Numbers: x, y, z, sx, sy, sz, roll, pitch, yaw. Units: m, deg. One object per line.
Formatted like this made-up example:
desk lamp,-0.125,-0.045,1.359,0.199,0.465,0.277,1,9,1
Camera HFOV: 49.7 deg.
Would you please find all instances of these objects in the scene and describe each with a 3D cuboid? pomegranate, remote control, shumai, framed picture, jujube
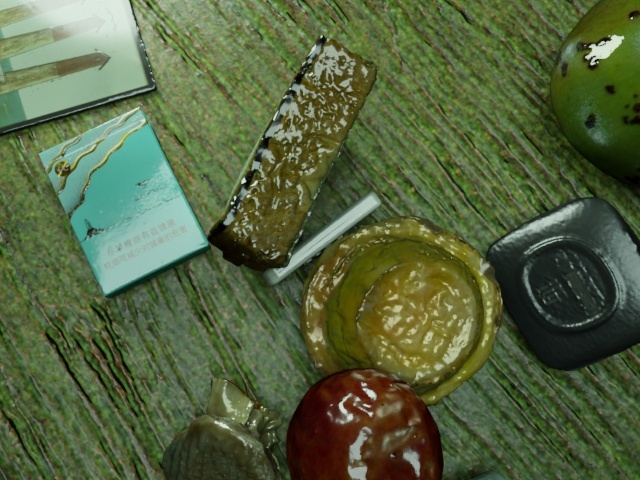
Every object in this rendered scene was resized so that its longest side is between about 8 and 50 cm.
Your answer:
pomegranate,0.462,-0.196,0.897,0.291,0.323,0.291,-2,104,-7
remote control,0.000,0.000,0.963,0.190,0.087,0.029,-37,89,-8
shumai,-0.111,0.273,0.893,0.161,0.209,0.153,24,37,7
framed picture,-0.434,-0.291,1.036,0.324,0.013,0.244,-18,82,-4
jujube,0.038,0.253,0.831,0.190,0.255,0.190,9,68,-23

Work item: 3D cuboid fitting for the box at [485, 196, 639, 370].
box,0.345,0.057,0.935,0.201,0.042,0.212,-34,72,25

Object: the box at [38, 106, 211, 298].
box,-0.278,-0.056,0.986,0.162,0.041,0.229,-27,83,-6

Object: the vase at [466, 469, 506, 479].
vase,0.106,0.389,0.880,0.299,0.143,0.143,-14,81,-6

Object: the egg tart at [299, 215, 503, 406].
egg tart,0.117,0.102,0.920,0.288,0.118,0.288,0,91,-13

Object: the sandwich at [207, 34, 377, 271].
sandwich,-0.049,-0.094,0.897,0.095,0.249,0.273,28,80,-10
